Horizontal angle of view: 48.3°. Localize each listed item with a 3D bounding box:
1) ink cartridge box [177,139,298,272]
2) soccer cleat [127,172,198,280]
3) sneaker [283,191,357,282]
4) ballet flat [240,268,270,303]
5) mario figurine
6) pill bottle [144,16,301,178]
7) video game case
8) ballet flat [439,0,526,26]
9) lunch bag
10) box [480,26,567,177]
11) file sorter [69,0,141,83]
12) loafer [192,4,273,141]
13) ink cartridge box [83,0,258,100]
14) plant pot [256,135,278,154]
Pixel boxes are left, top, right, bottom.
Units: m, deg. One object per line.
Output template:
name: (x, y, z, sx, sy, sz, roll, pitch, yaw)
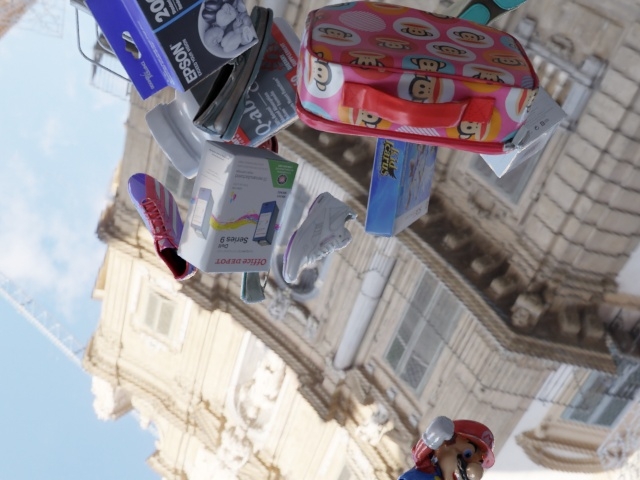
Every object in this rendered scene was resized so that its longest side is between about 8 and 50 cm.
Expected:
ink cartridge box: (-0.144, -0.055, 1.253, 0.154, 0.212, 0.093, 3, -159, -47)
soccer cleat: (-0.335, -0.029, 1.512, 0.248, 0.083, 0.095, 62, -165, -13)
sneaker: (0.000, 0.000, 2.032, 0.152, 0.114, 0.305, 28, -114, 5)
ballet flat: (-0.148, 0.036, 1.625, 0.068, 0.213, 0.072, -1, -177, -10)
mario figurine: (0.221, 0.463, 1.344, 0.320, 0.198, 0.170, -36, -119, -23)
pill bottle: (-0.180, -0.301, 1.552, 0.210, 0.363, 0.210, 57, -176, -6)
video game case: (0.168, -0.162, 1.362, 0.061, 0.269, 0.244, 14, -161, 20)
ballet flat: (0.286, -0.417, 1.224, 0.086, 0.248, 0.086, 43, -154, -27)
lunch bag: (0.117, -0.201, 0.888, 0.293, 0.120, 0.258, 8, -147, -4)
box: (0.471, -0.382, 1.961, 0.168, 0.215, 0.345, -35, -102, -9)
file sorter: (-0.432, -0.534, 1.721, 0.193, 0.173, 0.277, 28, -128, 6)
loafer: (-0.168, -0.325, 1.368, 0.084, 0.267, 0.096, 16, -166, -21)
ink cartridge box: (-0.209, -0.321, 1.052, 0.208, 0.206, 0.045, -37, -121, -9)
plant pot: (-0.228, -0.270, 2.049, 0.191, 0.191, 0.174, 36, -177, 24)
